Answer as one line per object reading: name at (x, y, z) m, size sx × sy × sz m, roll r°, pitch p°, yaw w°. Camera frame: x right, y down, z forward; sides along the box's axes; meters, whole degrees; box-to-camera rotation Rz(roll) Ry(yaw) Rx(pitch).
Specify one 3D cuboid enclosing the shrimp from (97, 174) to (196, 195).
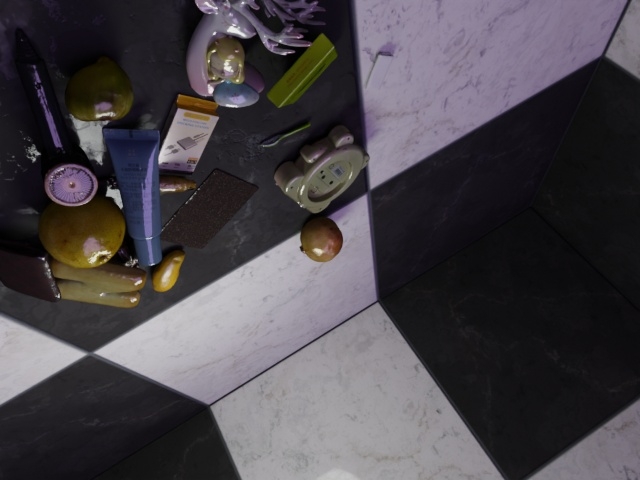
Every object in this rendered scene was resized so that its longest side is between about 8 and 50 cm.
shrimp at (-0.488, -0.146, 1.302) m, size 0.262 × 0.066 × 0.117 m, roll -1°, pitch 167°, yaw -23°

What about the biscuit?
biscuit at (-0.690, 0.130, 1.389) m, size 0.291 × 0.062 × 0.237 m, roll 14°, pitch 144°, yaw -24°

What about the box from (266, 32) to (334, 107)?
box at (-0.037, -0.428, 1.167) m, size 0.187 × 0.047 × 0.335 m, roll -44°, pitch -169°, yaw 16°

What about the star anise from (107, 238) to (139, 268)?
star anise at (-0.620, 0.050, 1.445) m, size 0.231 × 0.089 × 0.209 m, roll -16°, pitch 159°, yaw -24°

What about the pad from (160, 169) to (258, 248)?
pad at (-0.384, -0.096, 1.561) m, size 0.330 × 0.004 × 0.220 m, roll -43°, pitch 151°, yaw 16°

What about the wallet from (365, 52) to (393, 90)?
wallet at (0.187, -0.540, 1.464) m, size 0.061 × 0.025 × 0.122 m, roll -16°, pitch 147°, yaw -34°

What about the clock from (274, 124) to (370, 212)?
clock at (0.016, -0.252, 1.642) m, size 0.309 × 0.114 × 0.284 m, roll -42°, pitch 149°, yaw 9°

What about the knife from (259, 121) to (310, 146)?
knife at (-0.112, -0.337, 1.464) m, size 0.184 × 0.022 × 0.026 m, roll -28°, pitch 126°, yaw -10°

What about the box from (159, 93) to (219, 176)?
box at (-0.376, -0.279, 1.260) m, size 0.129 × 0.033 × 0.247 m, roll -1°, pitch 138°, yaw -44°

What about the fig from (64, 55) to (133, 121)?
fig at (-0.474, -0.316, 0.990) m, size 0.136 × 0.153 × 0.120 m, roll -1°, pitch 139°, yaw 2°

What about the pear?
pear at (-0.624, -0.025, 1.214) m, size 0.209 × 0.209 × 0.209 m, roll -26°, pitch 150°, yaw -16°

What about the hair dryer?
hair dryer at (-0.584, -0.267, 0.989) m, size 0.107 × 0.189 × 0.352 m, roll -17°, pitch 125°, yaw -25°

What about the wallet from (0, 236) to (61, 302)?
wallet at (-0.815, 0.081, 1.252) m, size 0.182 × 0.049 × 0.229 m, roll 15°, pitch 139°, yaw -3°

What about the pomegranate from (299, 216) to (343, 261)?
pomegranate at (0.003, -0.002, 1.925) m, size 0.191 × 0.191 × 0.191 m, roll -26°, pitch 150°, yaw -16°

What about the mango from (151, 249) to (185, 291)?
mango at (-0.547, 0.112, 1.634) m, size 0.190 × 0.075 × 0.098 m, roll -54°, pitch 162°, yaw 24°

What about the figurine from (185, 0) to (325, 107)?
figurine at (-0.149, -0.455, 1.022) m, size 0.284 × 0.206 × 0.315 m, roll 19°, pitch 152°, yaw -3°

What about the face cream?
face cream at (-0.481, -0.110, 1.227) m, size 0.136 × 0.086 × 0.385 m, roll 1°, pitch 119°, yaw -6°
